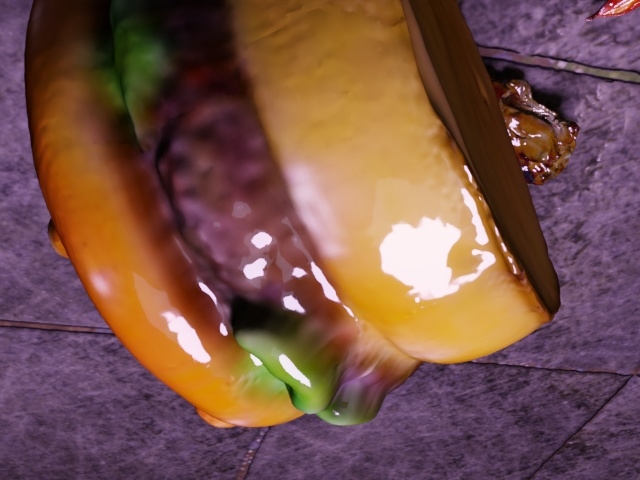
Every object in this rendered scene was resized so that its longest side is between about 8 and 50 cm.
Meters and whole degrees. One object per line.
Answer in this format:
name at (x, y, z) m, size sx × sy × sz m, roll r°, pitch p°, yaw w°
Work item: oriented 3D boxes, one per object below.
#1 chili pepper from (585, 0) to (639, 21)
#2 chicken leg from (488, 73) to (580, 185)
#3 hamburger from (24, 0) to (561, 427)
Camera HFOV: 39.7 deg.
chili pepper at (0.305, -0.227, 0.738) m, size 0.178 × 0.027 × 0.045 m, roll -28°, pitch 131°, yaw 24°
chicken leg at (0.180, -0.119, 0.828) m, size 0.178 × 0.070 × 0.093 m, roll 41°, pitch 148°, yaw -27°
hamburger at (-0.022, -0.075, 0.632) m, size 0.277 × 0.396 × 0.396 m, roll -20°, pitch 138°, yaw 16°
